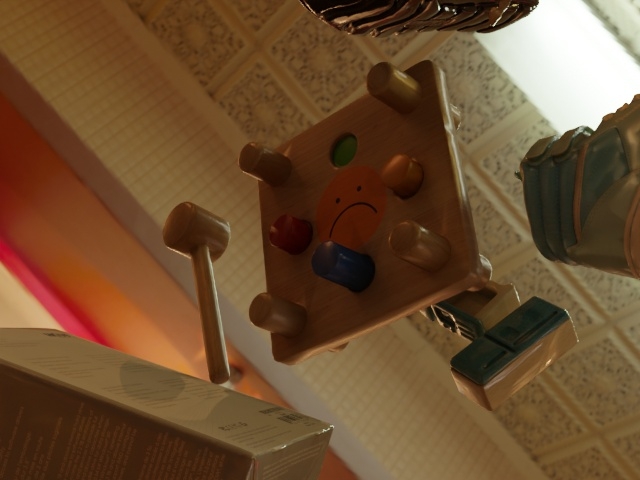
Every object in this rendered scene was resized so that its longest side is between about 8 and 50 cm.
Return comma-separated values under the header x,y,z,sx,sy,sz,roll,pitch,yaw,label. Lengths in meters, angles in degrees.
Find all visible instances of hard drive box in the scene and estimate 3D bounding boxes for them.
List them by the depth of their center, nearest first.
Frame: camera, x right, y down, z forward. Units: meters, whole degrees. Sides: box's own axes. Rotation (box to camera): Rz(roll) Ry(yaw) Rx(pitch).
x,y,z,sx,sy,sz,roll,pitch,yaw,label
-0.130,0.130,0.679,0.232,0.181,0.089,17,-90,16,hard drive box

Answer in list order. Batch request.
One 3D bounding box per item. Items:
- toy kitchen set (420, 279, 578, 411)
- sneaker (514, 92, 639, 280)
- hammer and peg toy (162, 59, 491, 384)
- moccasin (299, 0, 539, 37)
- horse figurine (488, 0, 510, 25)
x,y,z,sx,sy,sz,roll,pitch,yaw,label
0.130,0.042,1.075,0.207,0.122,0.166,28,-31,54,toy kitchen set
0.297,-0.106,0.990,0.208,0.319,0.127,5,-34,50,sneaker
0.000,0.000,1.105,0.361,0.266,0.127,-28,-35,33,hammer and peg toy
0.099,-0.301,1.104,0.139,0.380,0.147,-22,-97,47,moccasin
0.124,-0.313,0.919,0.263,0.066,0.174,31,-59,-11,horse figurine
